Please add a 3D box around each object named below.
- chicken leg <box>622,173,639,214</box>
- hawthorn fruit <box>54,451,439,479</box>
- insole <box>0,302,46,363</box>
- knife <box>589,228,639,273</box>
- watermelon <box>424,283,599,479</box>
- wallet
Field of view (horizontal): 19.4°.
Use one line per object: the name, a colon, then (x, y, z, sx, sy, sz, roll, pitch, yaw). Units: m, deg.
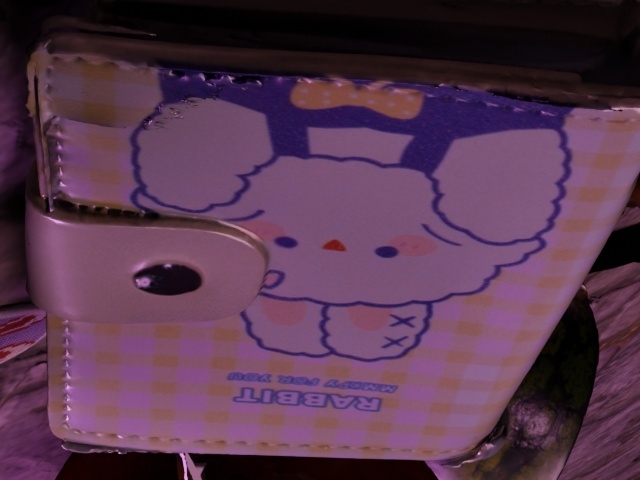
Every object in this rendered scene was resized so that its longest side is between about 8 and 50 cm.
chicken leg: (0.152, -0.066, 0.836, 0.211, 0.140, 0.361, -39, 161, -11)
hawthorn fruit: (-0.037, 0.172, 1.026, 0.254, 0.254, 0.300, -28, 134, -16)
insole: (-0.189, 0.059, 0.792, 0.197, 0.004, 0.065, -18, 157, -43)
knife: (0.150, 0.030, 1.313, 0.245, 0.019, 0.072, -13, 158, -43)
watermelon: (0.076, 0.155, 1.425, 0.128, 0.159, 0.303, 24, 129, -24)
wallet: (0.000, 0.000, 0.716, 0.223, 0.077, 0.309, 6, 152, -4)
